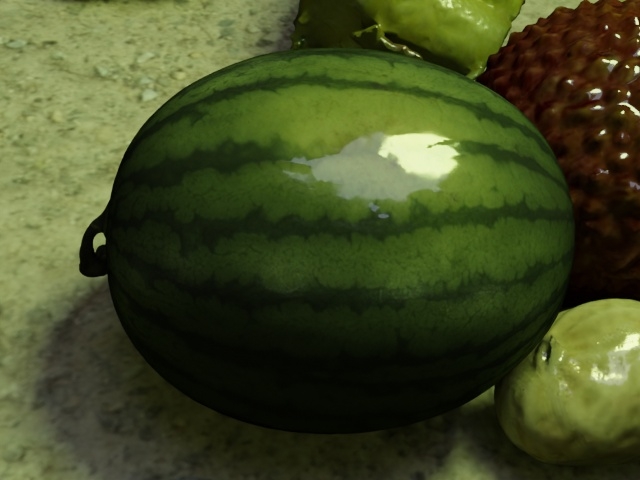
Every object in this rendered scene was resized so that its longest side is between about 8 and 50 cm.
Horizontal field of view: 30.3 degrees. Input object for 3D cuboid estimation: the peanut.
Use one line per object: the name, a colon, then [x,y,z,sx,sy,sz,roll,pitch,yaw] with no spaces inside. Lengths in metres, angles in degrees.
peanut: [0.243,0.107,0.917,0.224,0.129,0.129,-4,46,-20]

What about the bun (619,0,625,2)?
bun: [0.361,-0.165,1.230,0.222,0.127,0.222,31,23,-15]

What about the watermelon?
watermelon: [0.000,0.000,0.859,0.359,0.279,0.279,3,44,-1]

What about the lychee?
lychee: [0.259,-0.073,1.010,0.276,0.304,0.275,20,56,-33]

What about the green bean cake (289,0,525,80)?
green bean cake: [0.077,-0.274,1.198,0.202,0.285,0.310,31,66,-15]
